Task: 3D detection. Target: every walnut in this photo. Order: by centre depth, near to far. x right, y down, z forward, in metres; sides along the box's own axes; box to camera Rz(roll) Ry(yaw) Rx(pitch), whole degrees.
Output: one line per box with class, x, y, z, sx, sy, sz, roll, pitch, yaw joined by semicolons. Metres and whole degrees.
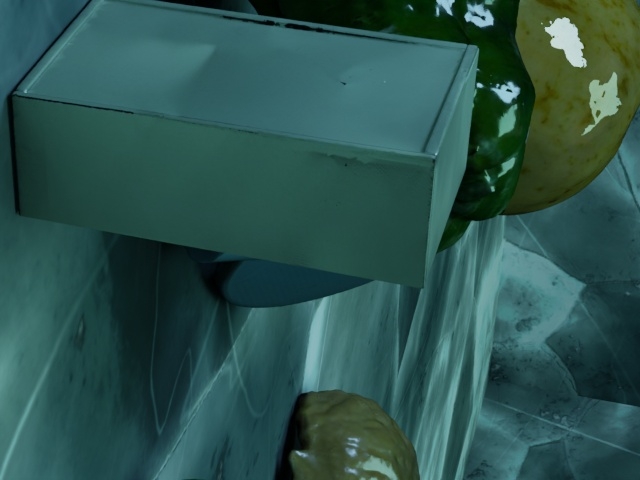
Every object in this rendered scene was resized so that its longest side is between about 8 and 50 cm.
walnut;0.036;0.258;1.800;0.238;0.141;0.204;-68;159;-58

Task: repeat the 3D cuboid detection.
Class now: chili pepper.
chili pepper;0.049;-0.169;1.105;0.213;0.167;0.385;36;33;-42

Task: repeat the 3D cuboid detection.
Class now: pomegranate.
pomegranate;0.184;-0.198;1.773;0.342;0.342;0.343;10;90;-79

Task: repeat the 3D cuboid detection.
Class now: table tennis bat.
table tennis bat;0.000;0.000;1.303;0.329;0.215;0.044;5;60;-60

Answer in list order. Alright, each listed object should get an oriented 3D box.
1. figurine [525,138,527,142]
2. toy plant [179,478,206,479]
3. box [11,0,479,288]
figurine;0.054;-0.112;1.419;0.382;0.261;0.186;4;66;-61
toy plant;-0.100;0.252;1.207;0.143;0.105;0.200;-64;147;-19
box;-0.038;-0.057;0.899;0.129;0.225;0.086;-65;162;-54
